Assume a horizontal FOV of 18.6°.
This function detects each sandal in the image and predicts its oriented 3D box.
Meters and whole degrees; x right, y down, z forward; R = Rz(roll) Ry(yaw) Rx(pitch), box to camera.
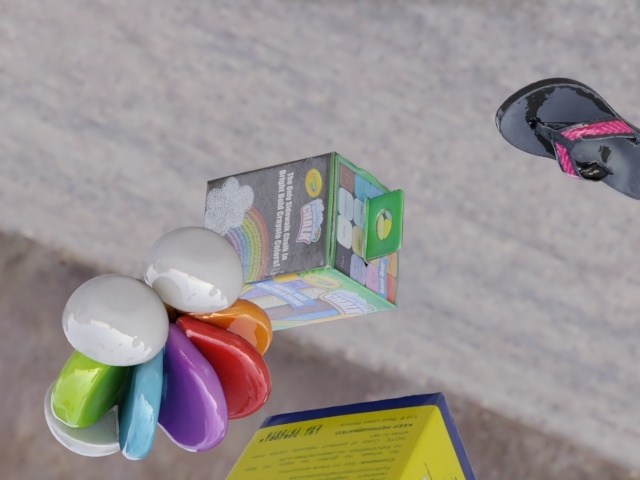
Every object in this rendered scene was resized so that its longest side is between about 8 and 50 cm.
[{"bbox_3d":[0.210,-0.071,1.477,0.179,0.067,0.040,23,-151,-32],"label":"sandal"}]

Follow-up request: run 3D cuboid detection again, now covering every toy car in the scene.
[{"bbox_3d":[-0.109,0.093,1.429,0.136,0.182,0.159,40,137,19],"label":"toy car"}]

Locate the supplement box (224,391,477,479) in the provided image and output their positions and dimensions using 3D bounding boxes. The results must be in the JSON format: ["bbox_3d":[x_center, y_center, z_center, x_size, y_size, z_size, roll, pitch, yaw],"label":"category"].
[{"bbox_3d":[0.003,0.316,1.706,0.194,0.356,0.195,-10,114,27],"label":"supplement box"}]

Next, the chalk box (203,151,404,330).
[{"bbox_3d":[0.000,0.000,2.003,0.213,0.132,0.132,-10,154,31],"label":"chalk box"}]
